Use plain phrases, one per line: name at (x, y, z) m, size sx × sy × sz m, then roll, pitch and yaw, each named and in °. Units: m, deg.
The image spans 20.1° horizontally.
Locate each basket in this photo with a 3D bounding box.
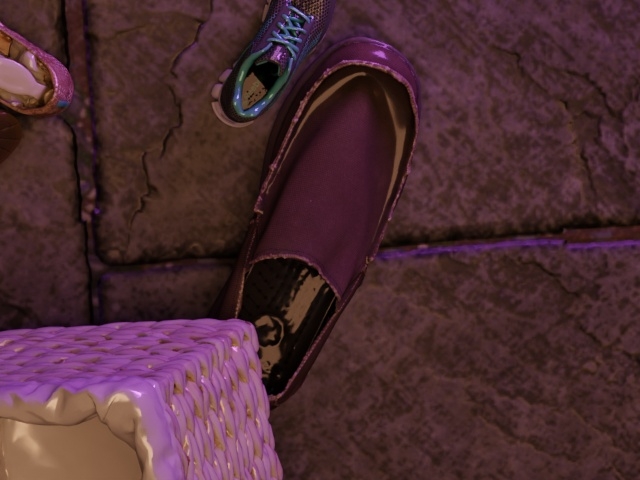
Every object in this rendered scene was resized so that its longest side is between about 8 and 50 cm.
basket at (-0.207, 0.244, 1.494) m, size 0.331 × 0.266 × 0.328 m, roll -5°, pitch 102°, yaw 22°

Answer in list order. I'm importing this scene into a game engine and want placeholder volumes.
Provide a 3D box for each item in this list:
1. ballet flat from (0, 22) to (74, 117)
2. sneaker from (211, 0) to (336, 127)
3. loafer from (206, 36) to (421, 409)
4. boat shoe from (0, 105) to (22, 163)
ballet flat at (-0.305, -0.172, 1.561) m, size 0.206 × 0.067 × 0.073 m, roll 27°, pitch 97°, yaw -11°
sneaker at (-0.034, -0.169, 1.593) m, size 0.065 × 0.076 × 0.166 m, roll 29°, pitch 95°, yaw -12°
loafer at (0.000, 0.000, 1.601) m, size 0.134 × 0.130 × 0.365 m, roll 19°, pitch 97°, yaw -11°
boat shoe at (-0.329, -0.063, 1.589) m, size 0.152 × 0.049 × 0.056 m, roll -37°, pitch 121°, yaw -4°
